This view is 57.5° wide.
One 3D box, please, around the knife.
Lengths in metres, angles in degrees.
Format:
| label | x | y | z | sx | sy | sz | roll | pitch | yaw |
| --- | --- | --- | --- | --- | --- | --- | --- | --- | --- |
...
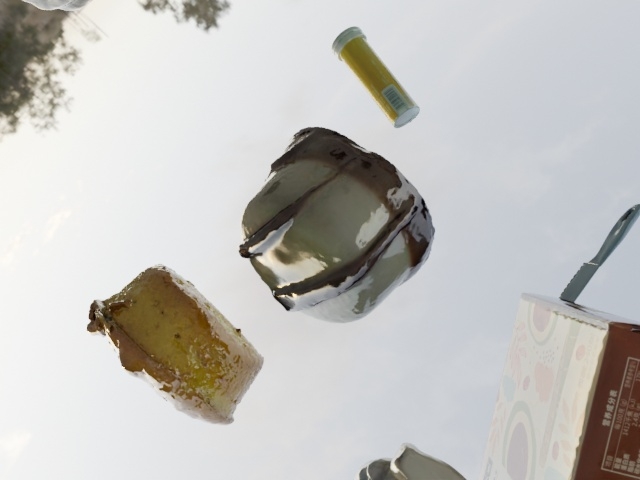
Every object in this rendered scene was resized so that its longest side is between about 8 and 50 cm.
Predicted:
| label | x | y | z | sx | sy | sz | roll | pitch | yaw |
| --- | --- | --- | --- | --- | --- | --- | --- | --- | --- |
| knife | 0.502 | 0.051 | 1.088 | 0.313 | 0.019 | 0.044 | -51 | -159 | -7 |

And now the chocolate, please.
| label | x | y | z | sx | sy | sz | roll | pitch | yaw |
| --- | --- | --- | --- | --- | --- | --- | --- | --- | --- |
| chocolate | 0.000 | 0.000 | 0.825 | 0.283 | 0.283 | 0.186 | 11 | -131 | 50 |

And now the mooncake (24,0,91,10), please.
| label | x | y | z | sx | sy | sz | roll | pitch | yaw |
| --- | --- | --- | --- | --- | --- | --- | --- | --- | --- |
| mooncake | -0.530 | -0.612 | 1.149 | 0.161 | 0.290 | 0.290 | -11 | -132 | 34 |

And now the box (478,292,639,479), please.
| label | x | y | z | sx | sy | sz | roll | pitch | yaw |
| --- | --- | --- | --- | --- | --- | --- | --- | --- | --- |
| box | 0.362 | 0.289 | 0.858 | 0.344 | 0.122 | 0.385 | -17 | 120 | -88 |

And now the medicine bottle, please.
| label | x | y | z | sx | sy | sz | roll | pitch | yaw |
| --- | --- | --- | --- | --- | --- | --- | --- | --- | --- |
| medicine bottle | 0.109 | -0.322 | 1.158 | 0.074 | 0.074 | 0.218 | -37 | -108 | 13 |

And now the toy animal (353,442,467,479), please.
| label | x | y | z | sx | sy | sz | roll | pitch | yaw |
| --- | --- | --- | --- | --- | --- | --- | --- | --- | --- |
| toy animal | 0.119 | 0.454 | 0.856 | 0.196 | 0.241 | 0.367 | -45 | 175 | -31 |

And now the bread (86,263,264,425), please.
| label | x | y | z | sx | sy | sz | roll | pitch | yaw |
| --- | --- | --- | --- | --- | --- | --- | --- | --- | --- |
| bread | -0.285 | 0.203 | 1.191 | 0.204 | 0.358 | 0.337 | -51 | -155 | -15 |
